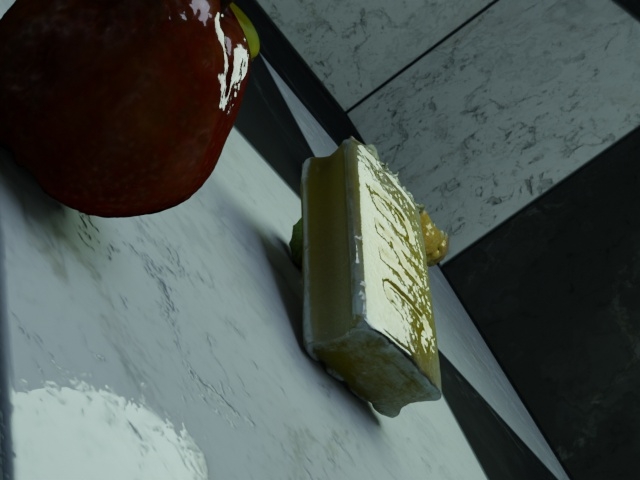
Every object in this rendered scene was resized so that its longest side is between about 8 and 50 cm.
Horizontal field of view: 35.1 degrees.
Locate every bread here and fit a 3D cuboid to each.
[{"bbox_3d":[0.104,-0.048,1.779,0.274,0.149,0.274,46,9,-9],"label":"bread"}]

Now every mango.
[{"bbox_3d":[-0.186,-0.389,1.799,0.191,0.085,0.122,37,27,-32],"label":"mango"}]

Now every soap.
[{"bbox_3d":[0.054,0.039,1.123,0.173,0.089,0.274,43,31,-39],"label":"soap"}]

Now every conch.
[{"bbox_3d":[0.000,0.000,1.249,0.121,0.074,0.089,-18,107,-79],"label":"conch"}]

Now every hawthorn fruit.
[{"bbox_3d":[-0.132,-0.105,0.670,0.174,0.179,0.173,24,-1,1],"label":"hawthorn fruit"}]
